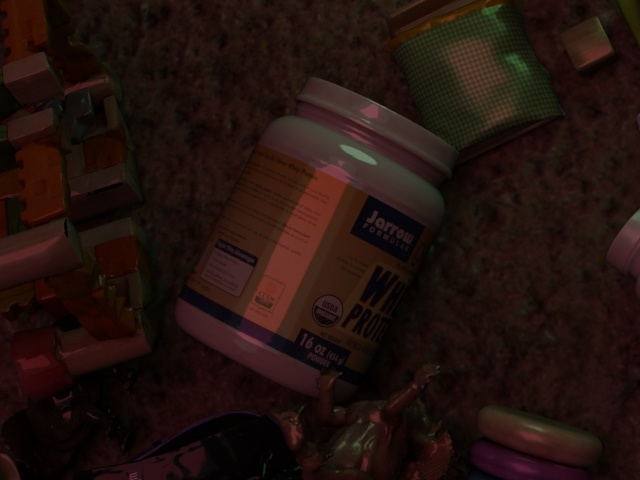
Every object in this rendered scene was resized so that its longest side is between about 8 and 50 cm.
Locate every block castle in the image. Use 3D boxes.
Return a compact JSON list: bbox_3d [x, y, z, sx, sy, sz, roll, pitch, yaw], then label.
[{"bbox_3d":[-0.351,-0.069,1.934,0.212,0.303,0.453,-17,57,8],"label":"block castle"}]

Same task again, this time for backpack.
[{"bbox_3d":[-0.108,0.324,1.864,0.263,0.213,0.276,-33,78,5],"label":"backpack"}]

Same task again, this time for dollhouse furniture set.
[{"bbox_3d":[0.216,-0.239,1.895,0.301,0.151,0.198,-26,73,13],"label":"dollhouse furniture set"}]

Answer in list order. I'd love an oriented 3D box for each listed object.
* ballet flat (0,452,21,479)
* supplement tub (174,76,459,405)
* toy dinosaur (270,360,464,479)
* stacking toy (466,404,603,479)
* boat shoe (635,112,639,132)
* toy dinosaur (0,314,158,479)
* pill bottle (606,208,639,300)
[{"bbox_3d":[-0.347,0.341,1.873,0.483,0.164,0.182,30,131,51],"label":"ballet flat"},{"bbox_3d":[0.000,0.000,1.881,0.228,0.228,0.316,27,89,21],"label":"supplement tub"},{"bbox_3d":[0.047,0.245,1.772,0.127,0.200,0.295,18,46,44],"label":"toy dinosaur"},{"bbox_3d":[0.192,0.350,1.807,0.141,0.141,0.330,16,90,21],"label":"stacking toy"},{"bbox_3d":[0.444,-0.140,1.851,0.183,0.065,0.083,-30,73,18],"label":"boat shoe"},{"bbox_3d":[-0.291,0.163,2.007,0.160,0.121,0.314,13,87,14],"label":"toy dinosaur"},{"bbox_3d":[0.406,0.047,1.800,0.193,0.108,0.108,37,93,21],"label":"pill bottle"}]
